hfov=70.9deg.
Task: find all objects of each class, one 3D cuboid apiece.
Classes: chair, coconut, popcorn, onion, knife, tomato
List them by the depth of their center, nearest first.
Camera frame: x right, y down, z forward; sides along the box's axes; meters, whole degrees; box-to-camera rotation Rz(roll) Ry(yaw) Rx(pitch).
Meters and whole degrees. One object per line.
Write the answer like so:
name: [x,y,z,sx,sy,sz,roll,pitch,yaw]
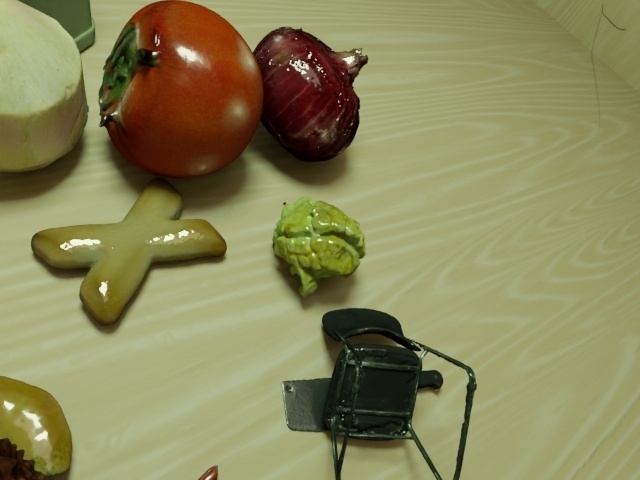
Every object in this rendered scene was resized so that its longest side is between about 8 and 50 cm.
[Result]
chair: [0.071,0.183,0.572,0.140,0.145,0.221,9,7,-13]
coconut: [-0.414,-0.204,0.580,0.197,0.237,0.237,7,52,-21]
knife: [0.069,0.218,0.618,0.245,0.019,0.072,1,57,-20]
popcorn: [0.000,0.000,0.675,0.141,0.136,0.163,9,54,-9]
tomato: [-0.207,-0.218,0.675,0.224,0.256,0.256,8,51,-37]
onion: [-0.010,-0.265,0.807,0.252,0.219,0.252,56,18,-28]

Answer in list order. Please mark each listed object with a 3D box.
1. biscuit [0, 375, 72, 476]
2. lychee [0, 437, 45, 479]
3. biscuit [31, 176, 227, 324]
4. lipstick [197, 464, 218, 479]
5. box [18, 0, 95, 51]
biscuit: [-0.399,0.194,0.403,0.299,0.045,0.154,-13,61,-32]
lychee: [-0.293,0.267,0.278,0.271,0.271,0.272,12,51,-16]
biscuit: [-0.251,0.003,0.615,0.164,0.047,0.208,44,49,10]
lipstick: [-0.151,0.281,0.457,0.030,0.030,0.129,43,50,11]
box: [-0.542,-0.497,0.667,0.351,0.344,0.178,26,51,-5]
